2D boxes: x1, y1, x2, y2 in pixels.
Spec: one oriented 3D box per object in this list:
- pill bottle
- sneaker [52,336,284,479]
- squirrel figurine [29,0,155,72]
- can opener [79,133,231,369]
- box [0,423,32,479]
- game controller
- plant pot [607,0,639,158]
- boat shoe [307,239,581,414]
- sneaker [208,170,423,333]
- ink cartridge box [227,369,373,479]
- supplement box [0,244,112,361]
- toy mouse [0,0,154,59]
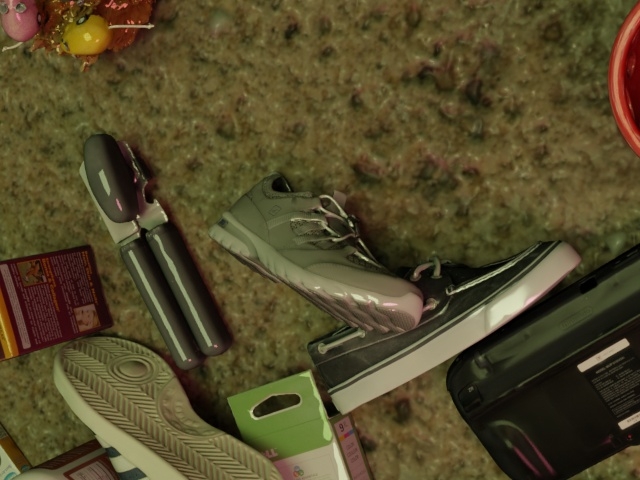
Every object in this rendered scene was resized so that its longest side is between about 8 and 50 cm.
[{"bbox_3d":[-0.284,0.302,1.193,0.121,0.216,0.121,2,96,22],"label":"pill bottle"},{"bbox_3d":[-0.185,0.243,1.178,0.350,0.131,0.148,37,129,36],"label":"sneaker"},{"bbox_3d":[-0.237,-0.379,1.103,0.371,0.281,0.397,16,142,-5],"label":"squirrel figurine"},{"bbox_3d":[-0.196,0.015,1.202,0.074,0.093,0.280,-29,89,21],"label":"can opener"},{"bbox_3d":[-0.418,0.277,1.347,0.081,0.028,0.136,-43,78,20],"label":"box"},{"bbox_3d":[0.282,0.117,1.034,0.319,0.067,0.166,-34,101,22],"label":"game controller"},{"bbox_3d":[0.352,-0.137,0.914,0.191,0.174,0.191,2,96,22],"label":"plant pot"},{"bbox_3d":[0.113,0.065,1.074,0.301,0.108,0.102,-34,84,29],"label":"boat shoe"},{"bbox_3d":[0.000,0.000,1.068,0.281,0.105,0.115,27,81,41],"label":"sneaker"},{"bbox_3d":[-0.011,0.248,1.160,0.109,0.062,0.209,-21,87,23],"label":"ink cartridge box"},{"bbox_3d":[-0.329,0.073,1.202,0.081,0.188,0.104,-17,89,23],"label":"supplement box"},{"bbox_3d":[-0.271,-0.231,1.058,0.161,0.143,0.031,-14,48,20],"label":"toy mouse"}]
